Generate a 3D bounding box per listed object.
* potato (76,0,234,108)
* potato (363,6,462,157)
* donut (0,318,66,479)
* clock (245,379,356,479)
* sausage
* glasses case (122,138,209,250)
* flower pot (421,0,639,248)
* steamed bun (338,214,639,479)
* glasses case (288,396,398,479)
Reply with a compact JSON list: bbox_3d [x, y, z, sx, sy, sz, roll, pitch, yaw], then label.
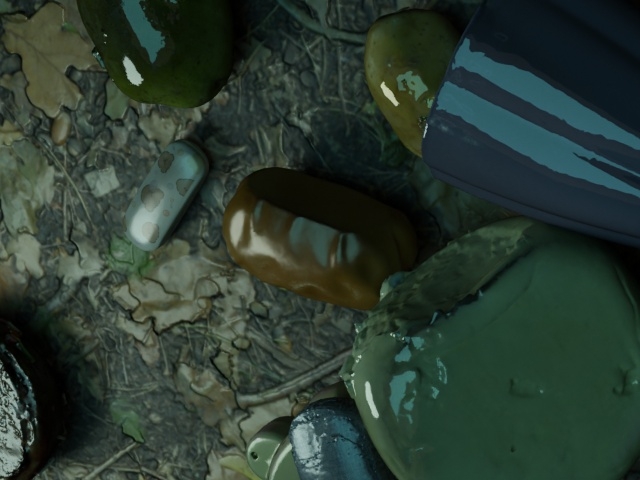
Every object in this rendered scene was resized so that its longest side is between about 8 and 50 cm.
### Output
[{"bbox_3d":[-0.197,-0.270,1.917,0.197,0.148,0.228,18,118,37],"label":"potato"},{"bbox_3d":[0.116,-0.171,1.807,0.118,0.109,0.178,-23,102,10],"label":"potato"},{"bbox_3d":[-0.467,0.225,2.253,0.270,0.103,0.269,9,109,27],"label":"donut"},{"bbox_3d":[0.075,0.302,1.990,0.309,0.114,0.284,-18,101,34],"label":"clock"},{"bbox_3d":[0.000,-0.001,1.919,0.241,0.120,0.136,16,128,22],"label":"sausage"},{"bbox_3d":[-0.194,-0.056,2.047,0.063,0.041,0.164,41,120,10],"label":"glasses case"},{"bbox_3d":[0.272,-0.129,1.646,0.243,0.265,0.265,28,118,19],"label":"flower pot"},{"bbox_3d":[0.200,0.144,1.773,0.334,0.233,0.312,-28,105,-7],"label":"steamed bun"},{"bbox_3d":[0.048,0.316,1.903,0.109,0.067,0.282,-16,99,32],"label":"glasses case"}]
